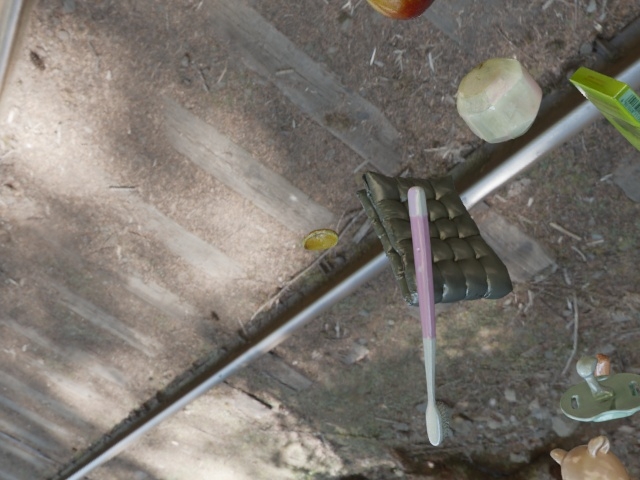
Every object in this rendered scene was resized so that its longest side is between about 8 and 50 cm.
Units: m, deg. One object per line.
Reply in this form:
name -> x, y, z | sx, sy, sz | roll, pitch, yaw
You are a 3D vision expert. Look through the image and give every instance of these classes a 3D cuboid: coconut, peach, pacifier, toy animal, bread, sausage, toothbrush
coconut -> 0.391, -0.298, 1.048 | 0.170, 0.171, 0.182 | -29, 130, 35
peach -> 0.251, -0.863, 1.520 | 0.307, 0.308, 0.332 | -11, 135, 25
pacifier -> 0.490, 0.252, 0.849 | 0.150, 0.126, 0.117 | -26, 95, 33
toy animal -> 0.353, 0.304, 0.593 | 0.083, 0.089, 0.150 | -41, 101, 20
bread -> 0.000, 0.000, 1.368 | 0.109, 0.025, 0.110 | -7, 152, -4
sausage -> 0.673, 0.307, 1.152 | 0.034, 0.034, 0.083 | -5, 119, 21
toothbrush -> 0.119, 0.084, 0.531 | 0.020, 0.025, 0.287 | -1, 96, 45

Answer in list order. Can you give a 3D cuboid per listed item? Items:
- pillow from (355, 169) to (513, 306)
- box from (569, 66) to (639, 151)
pillow -> 0.223, -0.011, 0.996 | 0.227, 0.327, 0.101 | -3, 142, -18
box -> 0.780, -0.296, 1.201 | 0.334, 0.187, 0.047 | 32, 112, -23
